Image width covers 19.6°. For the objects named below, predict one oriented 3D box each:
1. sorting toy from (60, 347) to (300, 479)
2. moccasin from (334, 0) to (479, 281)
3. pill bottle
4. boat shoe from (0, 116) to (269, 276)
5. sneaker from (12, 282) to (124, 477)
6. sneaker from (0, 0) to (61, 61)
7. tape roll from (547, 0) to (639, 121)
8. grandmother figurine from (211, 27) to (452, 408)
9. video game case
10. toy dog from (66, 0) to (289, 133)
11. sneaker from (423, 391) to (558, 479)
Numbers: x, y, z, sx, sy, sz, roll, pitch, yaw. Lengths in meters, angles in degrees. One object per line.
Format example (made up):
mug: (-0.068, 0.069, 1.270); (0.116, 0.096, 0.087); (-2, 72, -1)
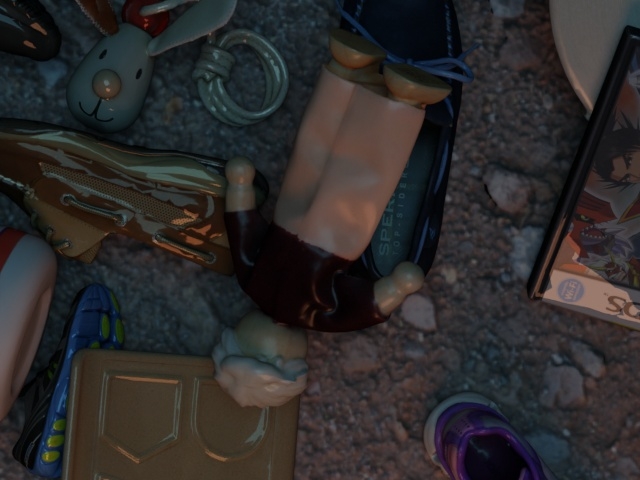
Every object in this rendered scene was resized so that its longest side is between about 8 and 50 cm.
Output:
sorting toy: (-0.134, 0.258, 1.701); (0.229, 0.041, 0.307); (6, 88, -23)
moccasin: (0.084, -0.114, 1.708); (0.138, 0.117, 0.342); (-2, 89, -3)
pill bottle: (-0.409, 0.039, 1.643); (0.323, 0.181, 0.181); (18, 87, 1)
boat shoe: (-0.213, -0.039, 1.691); (0.324, 0.122, 0.120); (11, 91, -2)
sneaker: (-0.238, 0.124, 1.706); (0.078, 0.067, 0.188); (5, 71, 38)
sneaker: (-0.377, -0.213, 1.707); (0.286, 0.109, 0.130); (22, 97, 5)
tape roll: (0.396, -0.235, 1.678); (0.392, 0.072, 0.392); (1, 112, 3)
grandmother figurine: (0.000, 0.000, 1.627); (0.208, 0.104, 0.342); (35, 109, 30)
video game case: (0.351, -0.033, 1.706); (0.248, 0.035, 0.275); (17, 113, -2)
toy dog: (-0.132, -0.266, 1.677); (0.220, 0.161, 0.333); (2, 87, -3)
sneaker: (0.190, 0.244, 1.710); (0.095, 0.104, 0.236); (-42, 92, -5)
